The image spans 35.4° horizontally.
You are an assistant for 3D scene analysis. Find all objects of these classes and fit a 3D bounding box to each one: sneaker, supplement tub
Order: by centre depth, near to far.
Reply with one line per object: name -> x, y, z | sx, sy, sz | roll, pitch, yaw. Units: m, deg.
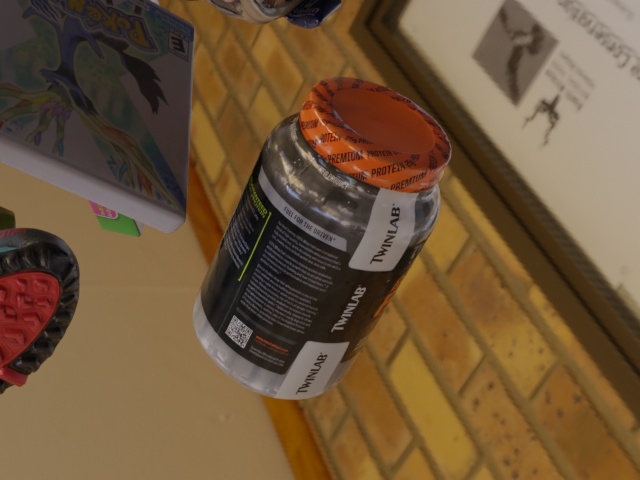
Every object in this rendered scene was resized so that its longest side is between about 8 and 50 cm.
sneaker -> -0.253, 0.035, 0.621 | 0.104, 0.262, 0.125 | 46, -148, -38
supplement tub -> 0.000, 0.000, 1.128 | 0.207, 0.338, 0.207 | 18, -144, -14

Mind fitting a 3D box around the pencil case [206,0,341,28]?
pencil case -> -0.169, -0.263, 0.675 | 0.410, 0.160, 0.183 | 19, -168, 22

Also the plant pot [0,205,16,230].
plant pot -> -0.500, 0.027, 1.129 | 0.294, 0.274, 0.275 | 2, -143, -19

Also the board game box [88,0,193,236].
board game box -> -0.274, -0.191, 1.395 | 0.064, 0.316, 0.242 | 11, -121, 12

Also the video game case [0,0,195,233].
video game case -> -0.275, -0.189, 1.030 | 0.329, 0.036, 0.300 | 25, -135, -33
